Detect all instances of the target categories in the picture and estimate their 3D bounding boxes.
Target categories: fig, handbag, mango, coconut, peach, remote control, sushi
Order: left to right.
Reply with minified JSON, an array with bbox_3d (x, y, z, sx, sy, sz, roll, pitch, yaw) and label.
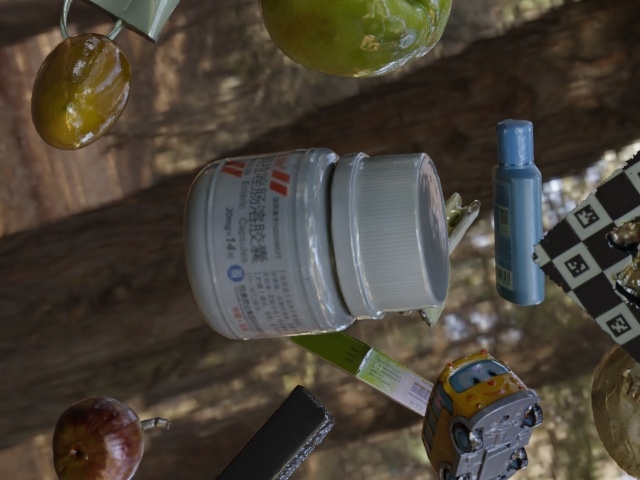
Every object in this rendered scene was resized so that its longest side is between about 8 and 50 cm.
[{"bbox_3d":[-0.289,-0.178,1.593,0.138,0.113,0.253,-57,-169,11],"label":"mango"},{"bbox_3d":[-0.348,0.313,2.121,0.202,0.148,0.149,-78,154,-57],"label":"fig"},{"bbox_3d":[-0.340,-0.463,2.258,0.241,0.315,0.109,32,-13,2],"label":"handbag"},{"bbox_3d":[-0.081,0.258,1.408,0.063,0.245,0.025,43,9,17],"label":"remote control"},{"bbox_3d":[0.051,-0.407,2.170,0.316,0.281,0.314,13,-47,34],"label":"peach"},{"bbox_3d":[0.361,0.022,1.420,0.210,0.193,0.040,46,24,3],"label":"sushi"},{"bbox_3d":[0.558,0.245,2.005,0.254,0.297,0.297,-13,88,-64],"label":"coconut"}]

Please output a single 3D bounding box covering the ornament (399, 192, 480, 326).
[{"bbox_3d":[0.163,0.040,1.930,0.180,0.059,0.201,-43,154,-58],"label":"ornament"}]

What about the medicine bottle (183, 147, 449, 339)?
[{"bbox_3d":[0.000,0.000,1.730,0.245,0.306,0.245,-6,90,-75],"label":"medicine bottle"}]

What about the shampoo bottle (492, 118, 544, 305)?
[{"bbox_3d":[0.281,-0.043,1.896,0.104,0.061,0.258,-133,-143,-70],"label":"shampoo bottle"}]

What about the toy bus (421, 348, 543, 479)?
[{"bbox_3d":[0.214,0.252,1.845,0.136,0.126,0.209,54,-28,35],"label":"toy bus"}]

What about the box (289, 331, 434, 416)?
[{"bbox_3d":[0.088,0.223,2.324,0.175,0.062,0.260,25,-7,44],"label":"box"}]
